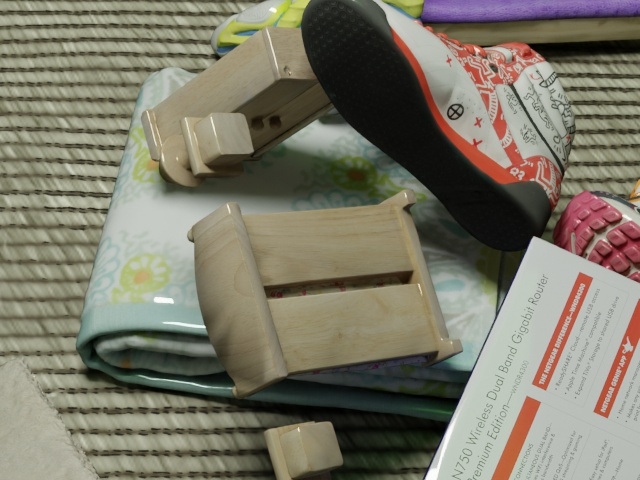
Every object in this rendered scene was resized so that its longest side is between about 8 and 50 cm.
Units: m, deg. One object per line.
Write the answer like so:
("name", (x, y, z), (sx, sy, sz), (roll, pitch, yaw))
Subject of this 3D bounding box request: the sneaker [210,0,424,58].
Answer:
("sneaker", (0.002, -0.176, 1.795), (0.091, 0.240, 0.126), (-28, 99, -48))

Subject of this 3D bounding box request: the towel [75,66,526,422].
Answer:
("towel", (0.000, 0.000, 1.674), (0.374, 0.090, 0.320), (8, 47, 2))

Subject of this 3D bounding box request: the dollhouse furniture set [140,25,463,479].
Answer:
("dollhouse furniture set", (0.001, 0.026, 1.556), (0.303, 0.174, 0.355), (-4, 72, -42))

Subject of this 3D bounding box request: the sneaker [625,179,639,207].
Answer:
("sneaker", (0.289, 0.022, 1.672), (0.121, 0.099, 0.262), (39, 60, 18))

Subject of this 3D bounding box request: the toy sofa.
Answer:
("toy sofa", (0.225, -0.282, 1.871), (0.363, 0.177, 0.150), (-3, 51, -7))

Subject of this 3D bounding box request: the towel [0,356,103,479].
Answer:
("towel", (-0.253, 0.201, 1.418), (0.187, 0.049, 0.282), (-33, 32, -8))

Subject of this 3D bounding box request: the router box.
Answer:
("router box", (0.231, 0.203, 1.452), (0.301, 0.082, 0.335), (25, 63, 6))

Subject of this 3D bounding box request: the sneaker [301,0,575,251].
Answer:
("sneaker", (0.100, -0.128, 1.535), (0.270, 0.090, 0.145), (46, 46, -19))

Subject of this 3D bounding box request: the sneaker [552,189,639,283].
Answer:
("sneaker", (0.319, 0.059, 1.600), (0.299, 0.121, 0.112), (38, 45, -10))
